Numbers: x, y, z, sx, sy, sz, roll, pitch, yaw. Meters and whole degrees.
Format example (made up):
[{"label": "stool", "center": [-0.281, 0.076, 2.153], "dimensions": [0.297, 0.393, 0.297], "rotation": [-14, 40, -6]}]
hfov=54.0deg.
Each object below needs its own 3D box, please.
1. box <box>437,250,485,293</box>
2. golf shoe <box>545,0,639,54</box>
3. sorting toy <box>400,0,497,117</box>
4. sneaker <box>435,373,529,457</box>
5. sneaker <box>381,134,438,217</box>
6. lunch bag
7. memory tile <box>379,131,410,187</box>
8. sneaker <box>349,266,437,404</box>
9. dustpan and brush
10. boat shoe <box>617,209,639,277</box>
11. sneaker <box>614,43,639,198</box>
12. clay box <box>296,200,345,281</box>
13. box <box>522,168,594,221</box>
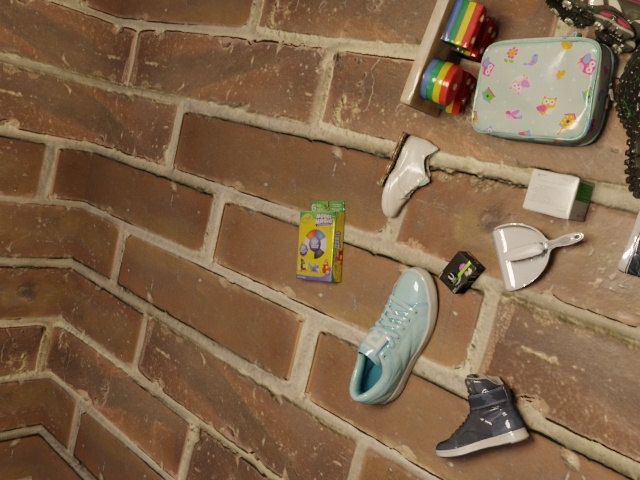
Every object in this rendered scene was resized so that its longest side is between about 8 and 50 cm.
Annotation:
[{"label": "box", "center": [0.328, 0.075, 1.460], "dimensions": [0.062, 0.052, 0.083], "rotation": [49, 118, 30]}, {"label": "golf shoe", "center": [0.562, -0.495, 1.289], "dimensions": [0.120, 0.105, 0.273], "rotation": [-46, 63, 7]}, {"label": "sorting toy", "center": [0.298, -0.400, 1.397], "dimensions": [0.089, 0.257, 0.256], "rotation": [25, 104, 20]}, {"label": "sneaker", "center": [0.336, 0.390, 1.409], "dimensions": [0.226, 0.086, 0.164], "rotation": [-31, 70, 33]}, {"label": "sneaker", "center": [0.223, -0.148, 1.553], "dimensions": [0.094, 0.080, 0.212], "rotation": [26, 103, 25]}, {"label": "lunch bag", "center": [0.470, -0.319, 1.325], "dimensions": [0.279, 0.107, 0.224], "rotation": [14, 99, 42]}, {"label": "memory tile", "center": [0.183, -0.201, 1.564], "dimensions": [0.012, 0.113, 0.148], "rotation": [25, 103, 11]}, {"label": "sneaker", "center": [0.171, 0.239, 1.517], "dimensions": [0.135, 0.150, 0.366], "rotation": [22, 101, 37]}, {"label": "dustpan and brush", "center": [0.465, 0.018, 1.344], "dimensions": [0.211, 0.060, 0.148], "rotation": [-19, 75, 38]}, {"label": "boat shoe", "center": [0.645, -0.012, 1.202], "dimensions": [0.083, 0.065, 0.184], "rotation": [23, 104, 30]}, {"label": "sneaker", "center": [0.654, -0.235, 1.183], "dimensions": [0.146, 0.134, 0.344], "rotation": [2, 77, 0]}, {"label": "clay box", "center": [0.000, 0.000, 1.737], "dimensions": [0.127, 0.053, 0.222], "rotation": [2, 89, 39]}, {"label": "box", "center": [0.493, -0.093, 1.301], "dimensions": [0.101, 0.101, 0.087], "rotation": [21, 101, 39]}]
